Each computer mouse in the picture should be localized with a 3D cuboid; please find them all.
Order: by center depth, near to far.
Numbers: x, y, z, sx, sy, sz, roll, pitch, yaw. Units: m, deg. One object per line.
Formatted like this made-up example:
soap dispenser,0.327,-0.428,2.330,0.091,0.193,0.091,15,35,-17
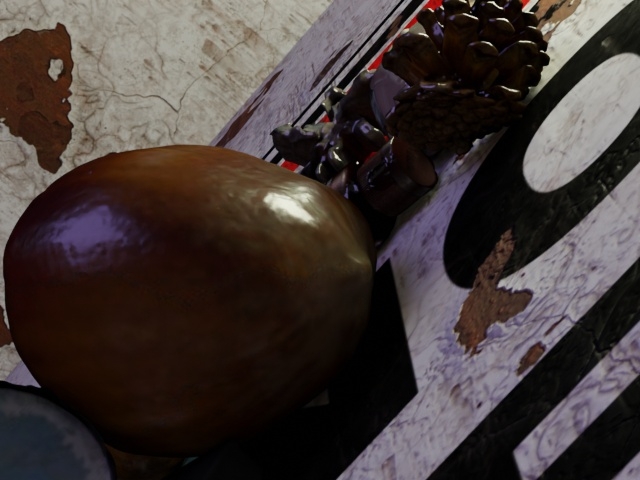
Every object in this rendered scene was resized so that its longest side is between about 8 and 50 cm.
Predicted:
computer mouse,0.141,-0.222,1.913,0.199,0.115,0.389,-40,15,24

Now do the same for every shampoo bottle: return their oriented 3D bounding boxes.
shampoo bottle,0.000,0.000,1.813,0.323,0.084,0.129,-40,28,31

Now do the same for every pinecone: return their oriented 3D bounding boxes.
pinecone,0.153,-0.182,1.661,0.195,0.150,0.179,-47,10,-29

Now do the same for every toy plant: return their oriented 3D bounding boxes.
toy plant,-0.336,0.279,1.572,0.247,0.247,0.332,-55,2,-22

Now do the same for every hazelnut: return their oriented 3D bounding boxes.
hazelnut,-0.125,0.053,1.574,0.366,0.366,0.366,-48,12,13

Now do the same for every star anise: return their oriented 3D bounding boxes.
star anise,0.028,-0.157,2.152,0.198,0.110,0.257,-53,18,-14

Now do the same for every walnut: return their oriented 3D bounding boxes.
walnut,-0.203,0.222,1.839,0.116,0.116,0.207,-49,9,6

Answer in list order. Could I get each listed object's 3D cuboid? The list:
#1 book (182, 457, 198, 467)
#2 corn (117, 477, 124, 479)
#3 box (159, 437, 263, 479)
book,-0.115,0.215,1.753,0.103,0.017,0.135,-47,11,29
corn,-0.322,0.386,1.761,0.322,0.119,0.119,-54,11,10
box,-0.185,0.340,1.495,0.289,0.073,0.290,-37,18,51
